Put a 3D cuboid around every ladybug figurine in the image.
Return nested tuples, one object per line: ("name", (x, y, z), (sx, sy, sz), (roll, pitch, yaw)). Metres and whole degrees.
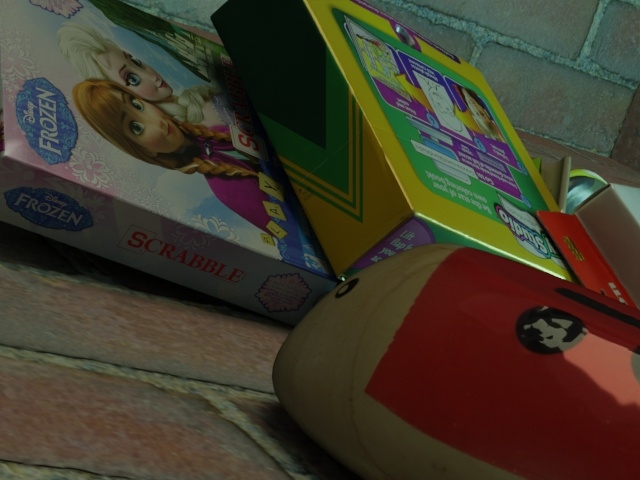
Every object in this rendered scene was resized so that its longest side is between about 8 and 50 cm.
("ladybug figurine", (0.186, 0.129, 1.180), (0.449, 0.162, 0.305), (24, 10, 15))

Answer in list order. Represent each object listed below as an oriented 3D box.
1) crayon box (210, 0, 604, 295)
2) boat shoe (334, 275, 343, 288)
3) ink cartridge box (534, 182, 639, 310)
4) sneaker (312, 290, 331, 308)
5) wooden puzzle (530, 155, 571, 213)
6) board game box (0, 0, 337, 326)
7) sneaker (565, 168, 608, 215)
("crayon box", (0.091, -0.074, 1.664), (0.363, 0.106, 0.313), (21, 37, -51))
("boat shoe", (-0.042, 0.000, 1.655), (0.207, 0.073, 0.073), (16, 7, -34))
("ink cartridge box", (0.344, 0.066, 1.727), (0.275, 0.060, 0.239), (58, 21, 16))
("sneaker", (0.066, 0.082, 1.513), (0.170, 0.051, 0.089), (23, 9, -12))
("wooden puzzle", (0.188, -0.065, 2.151), (0.239, 0.044, 0.221), (-2, 22, 11))
("board game box", (-0.156, -0.095, 1.535), (0.318, 0.066, 0.318), (21, 33, -28))
("sneaker", (0.396, 0.004, 2.284), (0.300, 0.111, 0.121), (29, 10, -38))
